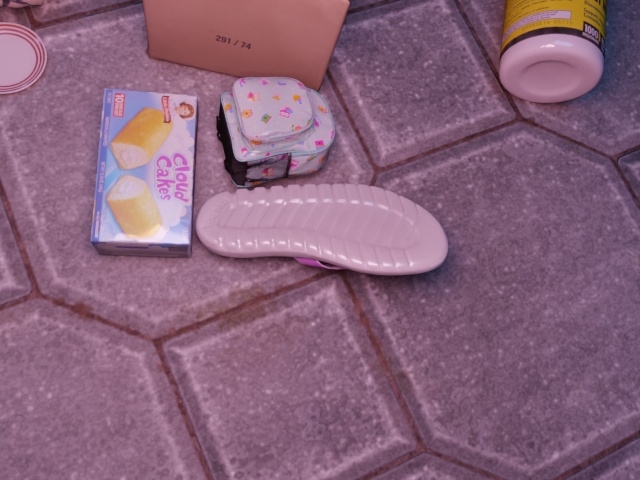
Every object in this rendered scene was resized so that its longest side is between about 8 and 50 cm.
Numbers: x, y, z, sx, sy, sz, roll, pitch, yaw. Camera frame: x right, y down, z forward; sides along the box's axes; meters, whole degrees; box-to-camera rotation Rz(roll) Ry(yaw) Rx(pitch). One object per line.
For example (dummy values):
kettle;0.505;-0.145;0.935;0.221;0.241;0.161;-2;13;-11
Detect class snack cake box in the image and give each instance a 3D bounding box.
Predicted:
snack cake box;-0.283;-0.109;1.040;0.152;0.089;0.264;2;73;-9

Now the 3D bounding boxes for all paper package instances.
paper package;-0.124;-0.410;1.044;0.325;0.309;0.168;11;74;-7

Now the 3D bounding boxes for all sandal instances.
sandal;0.003;-0.013;1.065;0.417;0.102;0.169;8;57;5

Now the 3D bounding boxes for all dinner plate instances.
dinner plate;-0.548;-0.314;1.092;0.141;0.017;0.141;3;72;-10

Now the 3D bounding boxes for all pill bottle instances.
pill bottle;0.457;-0.455;1.228;0.188;0.188;0.333;13;72;-6

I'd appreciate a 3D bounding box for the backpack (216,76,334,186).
backpack;-0.069;-0.192;1.075;0.189;0.144;0.165;-5;59;-21

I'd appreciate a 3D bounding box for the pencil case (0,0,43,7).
pencil case;-0.637;-0.481;1.008;0.411;0.160;0.183;-2;61;-26
